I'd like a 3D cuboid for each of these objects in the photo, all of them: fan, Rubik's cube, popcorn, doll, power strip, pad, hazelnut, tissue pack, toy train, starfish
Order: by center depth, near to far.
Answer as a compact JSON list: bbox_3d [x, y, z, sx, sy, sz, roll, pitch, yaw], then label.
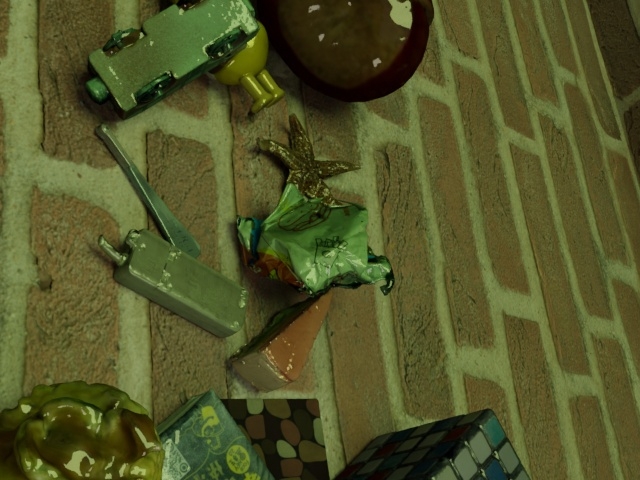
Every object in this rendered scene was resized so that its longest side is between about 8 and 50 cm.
[{"bbox_3d":[-0.322,0.301,1.062,0.224,0.270,0.258,57,-3,-11],"label":"popcorn"},{"bbox_3d":[-0.167,0.385,1.278,0.185,0.081,0.257,-38,97,-45],"label":"tissue pack"},{"bbox_3d":[-0.248,0.062,1.394,0.288,0.053,0.093,34,50,-28],"label":"power strip"},{"bbox_3d":[0.190,0.497,1.423,0.293,0.287,0.291,-34,95,-48],"label":"Rubik's cube"},{"bbox_3d":[-0.078,0.351,1.447,0.235,0.003,0.158,10,62,-42],"label":"pad"},{"bbox_3d":[-0.298,-0.083,1.448,0.282,0.023,0.057,58,43,-7],"label":"fan"},{"bbox_3d":[-0.265,-0.332,1.463,0.326,0.159,0.129,-36,94,-13],"label":"toy train"},{"bbox_3d":[-0.202,-0.416,1.632,0.363,0.145,0.199,54,28,-4],"label":"doll"},{"bbox_3d":[-0.026,-0.144,1.723,0.277,0.062,0.235,13,61,-43],"label":"starfish"},{"bbox_3d":[0.060,-0.503,1.800,0.409,0.359,0.359,52,42,-23],"label":"hazelnut"}]

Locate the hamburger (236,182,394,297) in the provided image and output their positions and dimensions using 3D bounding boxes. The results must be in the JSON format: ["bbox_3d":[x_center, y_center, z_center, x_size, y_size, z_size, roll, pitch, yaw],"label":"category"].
[{"bbox_3d":[0.003,-0.006,1.545,0.276,0.150,0.260,-2,26,-33],"label":"hamburger"}]

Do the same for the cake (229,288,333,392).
[{"bbox_3d":[-0.053,0.178,1.485,0.090,0.109,0.225,56,42,-7],"label":"cake"}]
